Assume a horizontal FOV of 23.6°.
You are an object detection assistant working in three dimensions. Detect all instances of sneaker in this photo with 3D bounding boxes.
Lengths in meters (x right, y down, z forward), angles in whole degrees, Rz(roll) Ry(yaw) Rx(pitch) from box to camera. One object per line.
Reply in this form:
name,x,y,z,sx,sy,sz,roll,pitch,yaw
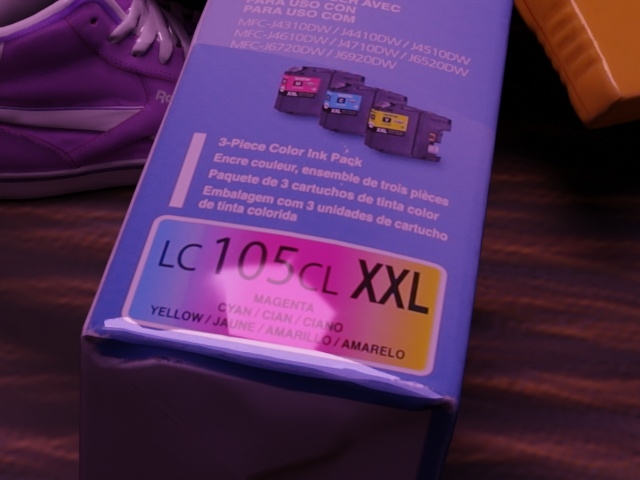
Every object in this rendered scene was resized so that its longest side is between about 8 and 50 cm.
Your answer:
sneaker,-0.096,-0.119,0.960,0.282,0.161,0.102,-14,47,-20

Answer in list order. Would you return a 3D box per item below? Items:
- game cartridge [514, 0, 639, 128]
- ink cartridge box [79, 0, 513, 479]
game cartridge,0.204,-0.236,1.022,0.285,0.052,0.324,-13,72,-37
ink cartridge box,0.000,0.000,0.771,0.151,0.270,0.395,11,45,1
